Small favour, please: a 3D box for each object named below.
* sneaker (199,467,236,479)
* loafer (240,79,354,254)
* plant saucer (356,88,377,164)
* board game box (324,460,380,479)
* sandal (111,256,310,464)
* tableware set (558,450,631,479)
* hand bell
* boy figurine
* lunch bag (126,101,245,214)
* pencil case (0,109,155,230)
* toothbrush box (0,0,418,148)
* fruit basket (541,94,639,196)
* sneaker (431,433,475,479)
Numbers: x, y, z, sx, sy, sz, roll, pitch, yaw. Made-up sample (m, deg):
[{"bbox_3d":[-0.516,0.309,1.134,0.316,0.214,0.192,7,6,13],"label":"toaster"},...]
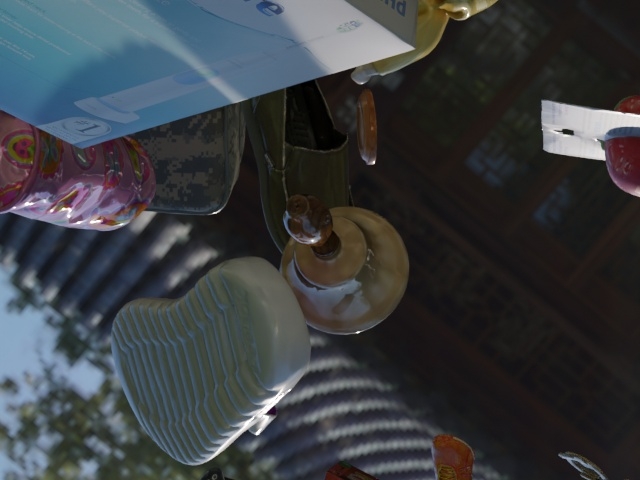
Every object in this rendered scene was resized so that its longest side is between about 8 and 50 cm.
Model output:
[{"bbox_3d":[-0.093,0.383,2.087,0.282,0.153,0.099,-12,140,44],"label":"sneaker"},{"bbox_3d":[-0.015,-0.075,1.670,0.094,0.087,0.251,-22,-87,-33],"label":"loafer"},{"bbox_3d":[0.050,-0.125,1.732,0.013,0.083,0.083,-4,-158,-7],"label":"plant saucer"},{"bbox_3d":[0.111,0.276,1.081,0.281,0.145,0.027,24,-154,22],"label":"board game box"},{"bbox_3d":[-0.087,0.113,1.456,0.416,0.102,0.169,-24,84,64],"label":"sandal"},{"bbox_3d":[0.374,0.319,1.934,0.169,0.020,0.141,46,164,-31],"label":"tableware set"},{"bbox_3d":[0.000,0.000,1.386,0.126,0.126,0.242,43,178,17],"label":"hand bell"},{"bbox_3d":[0.067,-0.244,1.567,0.285,0.177,0.092,1,166,39],"label":"boy figurine"},{"bbox_3d":[-0.245,-0.181,2.118,0.305,0.212,0.256,3,-155,6],"label":"lunch bag"},{"bbox_3d":[-0.285,-0.077,1.676,0.124,0.124,0.284,44,-169,18],"label":"pencil case"},{"bbox_3d":[-0.115,-0.175,0.954,0.216,0.295,0.126,26,-119,-45],"label":"toothbrush box"},{"bbox_3d":[0.408,-0.107,1.632,0.353,0.165,0.327,14,177,10],"label":"fruit basket"},{"bbox_3d":[0.198,0.351,2.323,0.175,0.064,0.067,72,-154,-42],"label":"sneaker"}]
